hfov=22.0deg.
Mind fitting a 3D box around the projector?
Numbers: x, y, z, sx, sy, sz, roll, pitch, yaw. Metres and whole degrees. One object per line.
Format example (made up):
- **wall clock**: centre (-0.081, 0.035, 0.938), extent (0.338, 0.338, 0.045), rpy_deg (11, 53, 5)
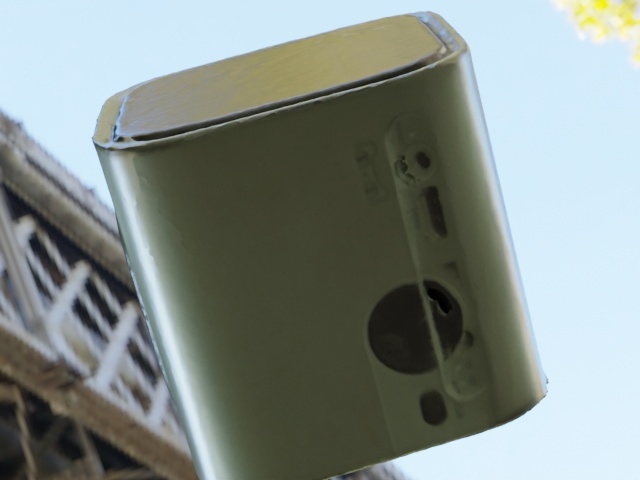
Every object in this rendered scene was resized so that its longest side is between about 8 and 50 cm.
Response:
- **projector**: centre (0.000, 0.000, 1.128), extent (0.248, 0.248, 0.249), rpy_deg (-15, -74, 0)
